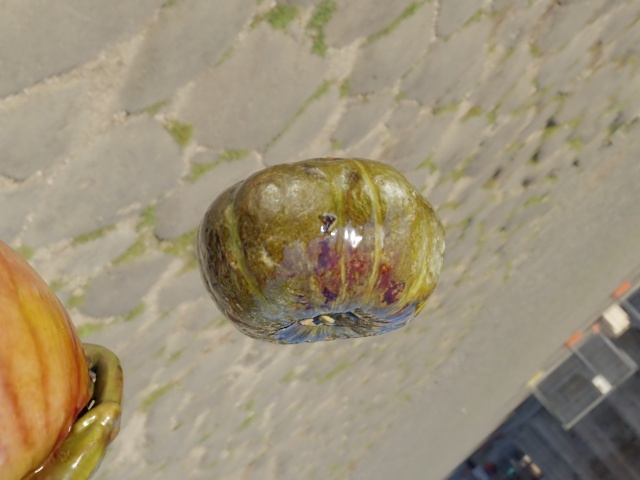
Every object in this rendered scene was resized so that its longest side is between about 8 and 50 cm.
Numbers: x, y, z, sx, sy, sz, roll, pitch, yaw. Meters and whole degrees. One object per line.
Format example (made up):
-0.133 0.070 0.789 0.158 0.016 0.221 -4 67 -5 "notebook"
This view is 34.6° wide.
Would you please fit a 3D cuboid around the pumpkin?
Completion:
0.000 0.000 0.877 0.219 0.162 0.219 -1 160 -1 "pumpkin"

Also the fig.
-0.196 0.082 0.513 0.205 0.205 0.205 -37 163 -13 "fig"
